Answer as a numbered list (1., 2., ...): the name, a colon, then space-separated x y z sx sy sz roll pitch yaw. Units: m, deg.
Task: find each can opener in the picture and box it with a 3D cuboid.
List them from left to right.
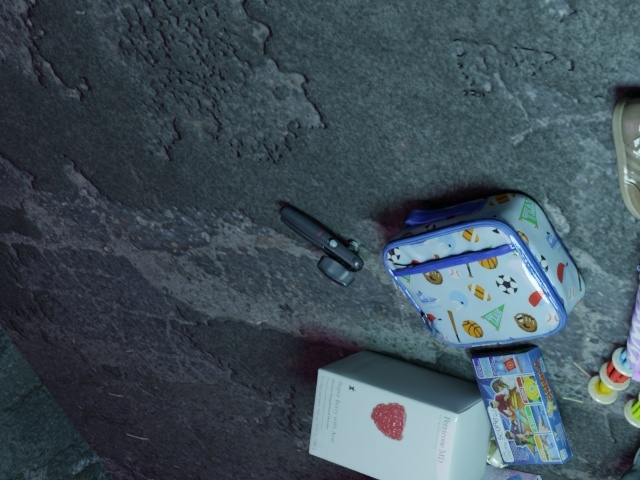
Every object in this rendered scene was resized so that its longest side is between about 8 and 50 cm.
1. can opener: 0.000 0.000 1.954 0.186 0.073 0.059 42 155 11

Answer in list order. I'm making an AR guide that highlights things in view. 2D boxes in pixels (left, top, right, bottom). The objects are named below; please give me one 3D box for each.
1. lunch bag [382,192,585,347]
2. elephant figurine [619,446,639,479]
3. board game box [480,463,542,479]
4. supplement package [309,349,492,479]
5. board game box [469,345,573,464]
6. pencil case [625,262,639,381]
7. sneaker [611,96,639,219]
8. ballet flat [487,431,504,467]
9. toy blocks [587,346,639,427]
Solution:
1. lunch bag: 0.245 0.048 1.736 0.303 0.115 0.243 -15 117 49
2. elephant figurine: 0.625 0.440 1.816 0.239 0.169 0.186 26 176 -8
3. board game box: 0.236 0.569 2.161 0.318 0.318 0.066 3 132 39
4. supplement package: 0.152 0.337 2.043 0.293 0.175 0.177 14 104 31
5. board game box: 0.347 0.289 1.912 0.136 0.035 0.201 -14 94 50
6. pencil case: 0.495 0.115 1.603 0.086 0.088 0.206 16 141 23
7. sneaker: 0.429 -0.101 1.432 0.071 0.066 0.188 6 135 37
8. ballet flat: 0.347 0.380 2.053 0.091 0.077 0.241 35 146 2
9. toy blocks: 0.507 0.225 1.748 0.123 0.054 0.148 33 145 9
